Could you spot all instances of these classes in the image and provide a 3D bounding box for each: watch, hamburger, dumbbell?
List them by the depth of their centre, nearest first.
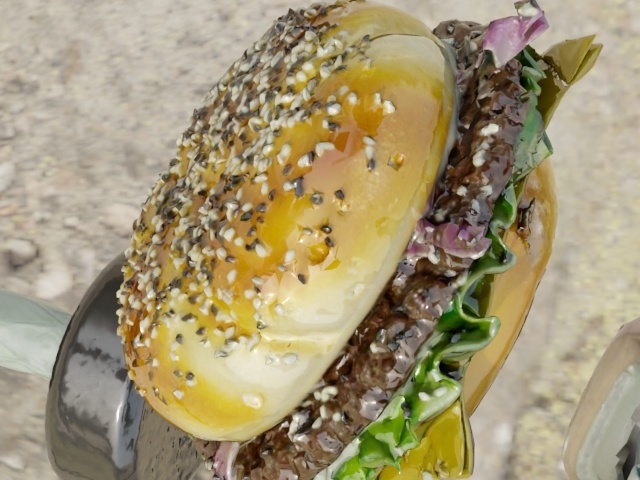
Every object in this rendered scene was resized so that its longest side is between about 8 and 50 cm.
[{"bbox_3d":[-0.002,0.003,0.499,0.093,0.189,0.164,29,52,-17],"label":"hamburger"},{"bbox_3d":[-0.133,0.031,0.659,0.191,0.100,0.100,16,80,18],"label":"dumbbell"},{"bbox_3d":[0.271,0.189,1.286,0.162,0.253,0.241,18,38,4],"label":"watch"}]
